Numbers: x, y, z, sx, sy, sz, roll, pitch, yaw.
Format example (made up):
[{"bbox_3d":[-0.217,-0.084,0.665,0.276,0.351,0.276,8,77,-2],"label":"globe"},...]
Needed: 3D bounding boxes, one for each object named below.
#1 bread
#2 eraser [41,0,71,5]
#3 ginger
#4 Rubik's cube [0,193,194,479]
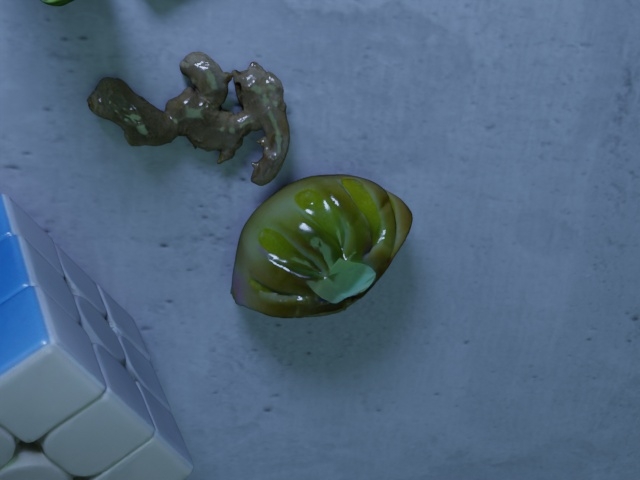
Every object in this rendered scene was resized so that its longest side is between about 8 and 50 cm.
[{"bbox_3d":[-0.013,0.003,1.078,0.261,0.158,0.156,-46,115,0],"label":"bread"},{"bbox_3d":[-0.280,-0.338,0.772,0.092,0.274,0.210,-30,118,-8],"label":"eraser"},{"bbox_3d":[-0.155,-0.171,1.011,0.258,0.065,0.150,16,92,-19],"label":"ginger"},{"bbox_3d":[-0.368,0.182,0.910,0.291,0.290,0.291,-36,134,-4],"label":"Rubik's cube"}]
